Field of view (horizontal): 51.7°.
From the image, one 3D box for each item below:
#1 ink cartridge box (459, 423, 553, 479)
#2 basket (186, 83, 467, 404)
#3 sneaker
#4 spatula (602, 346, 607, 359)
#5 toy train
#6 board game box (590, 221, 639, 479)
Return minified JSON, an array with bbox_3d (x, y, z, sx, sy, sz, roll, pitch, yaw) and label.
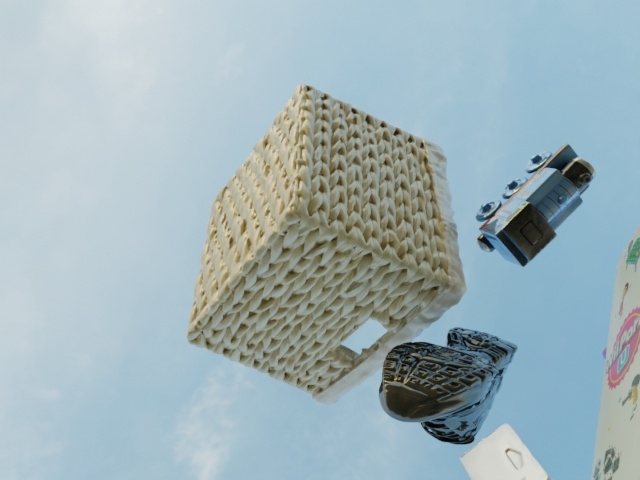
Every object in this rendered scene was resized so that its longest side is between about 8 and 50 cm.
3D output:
[{"bbox_3d":[0.431,0.542,1.277,0.129,0.223,0.307,-38,-77,3],"label":"ink cartridge box"},{"bbox_3d":[0.000,0.000,0.985,0.266,0.328,0.331,27,-141,-21],"label":"basket"},{"bbox_3d":[0.152,0.182,0.765,0.109,0.286,0.130,17,-82,33],"label":"sneaker"},{"bbox_3d":[0.522,0.149,1.012,0.030,0.296,0.084,-38,-112,-18],"label":"spatula"},{"bbox_3d":[0.290,-0.049,0.887,0.184,0.105,0.080,-44,-73,-1],"label":"toy train"},{"bbox_3d":[0.302,0.117,0.412,0.224,0.098,0.303,19,-133,13],"label":"board game box"}]
